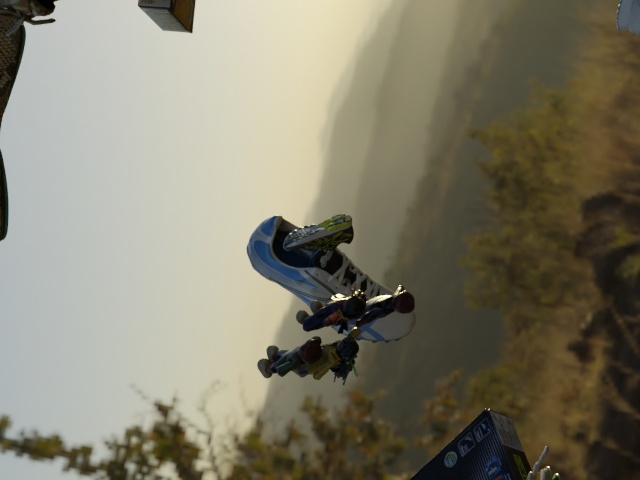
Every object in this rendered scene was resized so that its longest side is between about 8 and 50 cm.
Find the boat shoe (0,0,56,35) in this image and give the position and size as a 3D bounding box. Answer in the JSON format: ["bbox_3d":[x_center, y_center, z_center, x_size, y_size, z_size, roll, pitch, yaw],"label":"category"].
[{"bbox_3d":[-0.311,-0.303,1.633,0.104,0.285,0.089,-41,-69,-70],"label":"boat shoe"}]

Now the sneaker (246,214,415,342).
[{"bbox_3d":[0.018,0.050,1.729,0.085,0.237,0.086,-64,8,-33],"label":"sneaker"}]

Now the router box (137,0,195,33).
[{"bbox_3d":[-0.187,-0.366,1.765,0.133,0.046,0.179,33,-118,-82],"label":"router box"}]

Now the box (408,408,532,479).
[{"bbox_3d":[0.161,0.309,1.490,0.184,0.045,0.191,-45,39,27],"label":"box"}]

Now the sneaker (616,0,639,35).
[{"bbox_3d":[0.480,-0.389,1.923,0.087,0.092,0.229,-47,-30,-48],"label":"sneaker"}]

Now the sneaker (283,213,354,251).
[{"bbox_3d":[0.000,0.000,1.558,0.031,0.083,0.035,-106,-3,-65],"label":"sneaker"}]

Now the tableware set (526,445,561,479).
[{"bbox_3d":[0.200,0.272,1.248,0.104,0.024,0.154,106,173,-51],"label":"tableware set"}]

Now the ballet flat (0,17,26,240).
[{"bbox_3d":[-0.682,-0.215,2.657,0.164,0.182,0.483,31,118,46],"label":"ballet flat"}]

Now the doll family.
[{"bbox_3d":[0.023,0.097,1.506,0.111,0.076,0.193,-23,24,53],"label":"doll family"}]
